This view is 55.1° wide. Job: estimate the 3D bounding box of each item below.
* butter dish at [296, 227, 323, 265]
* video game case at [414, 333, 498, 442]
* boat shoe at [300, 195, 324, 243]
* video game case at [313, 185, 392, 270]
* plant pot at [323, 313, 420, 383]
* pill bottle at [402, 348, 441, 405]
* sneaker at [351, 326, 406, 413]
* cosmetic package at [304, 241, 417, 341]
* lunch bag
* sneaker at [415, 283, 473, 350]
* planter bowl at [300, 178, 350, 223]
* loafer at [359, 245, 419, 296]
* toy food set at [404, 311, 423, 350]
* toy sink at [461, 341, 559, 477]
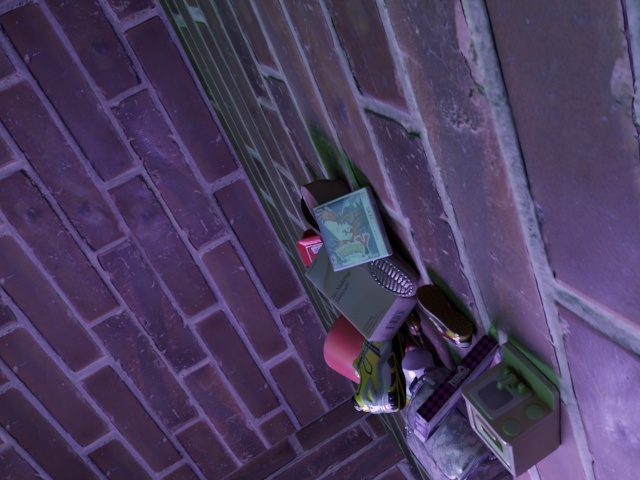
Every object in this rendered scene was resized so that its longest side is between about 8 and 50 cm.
[{"bbox_3d":[0.000,0.000,2.223,0.159,0.160,0.118,71,-171,-50],"label":"butter dish"},{"bbox_3d":[0.298,0.334,1.364,0.042,0.232,0.210,39,163,25],"label":"video game case"},{"bbox_3d":[0.033,-0.029,1.983,0.307,0.111,0.104,54,168,30],"label":"boat shoe"},{"bbox_3d":[0.080,-0.027,1.592,0.201,0.023,0.183,-20,88,45],"label":"video game case"},{"bbox_3d":[0.189,0.367,2.004,0.243,0.275,0.274,32,153,47],"label":"plant pot"},{"bbox_3d":[0.321,0.459,1.876,0.136,0.137,0.245,40,153,63],"label":"pill bottle"},{"bbox_3d":[0.164,0.326,1.795,0.145,0.147,0.384,59,-154,-33],"label":"sneaker"},{"bbox_3d":[0.112,0.131,1.748,0.113,0.160,0.309,12,-156,-49],"label":"cosmetic package"},{"bbox_3d":[0.371,0.515,1.648,0.305,0.213,0.255,50,153,45],"label":"lunch bag"},{"bbox_3d":[0.287,0.184,1.452,0.185,0.070,0.083,52,163,42],"label":"sneaker"},{"bbox_3d":[0.031,-0.111,1.757,0.162,0.109,0.162,56,169,17],"label":"planter bowl"},{"bbox_3d":[0.162,0.046,1.626,0.269,0.092,0.101,37,136,26],"label":"loafer"},{"bbox_3d":[0.263,0.229,1.834,0.192,0.039,0.132,60,179,-34],"label":"toy food set"},{"bbox_3d":[0.387,0.350,1.257,0.153,0.131,0.234,49,165,45],"label":"toy sink"}]
